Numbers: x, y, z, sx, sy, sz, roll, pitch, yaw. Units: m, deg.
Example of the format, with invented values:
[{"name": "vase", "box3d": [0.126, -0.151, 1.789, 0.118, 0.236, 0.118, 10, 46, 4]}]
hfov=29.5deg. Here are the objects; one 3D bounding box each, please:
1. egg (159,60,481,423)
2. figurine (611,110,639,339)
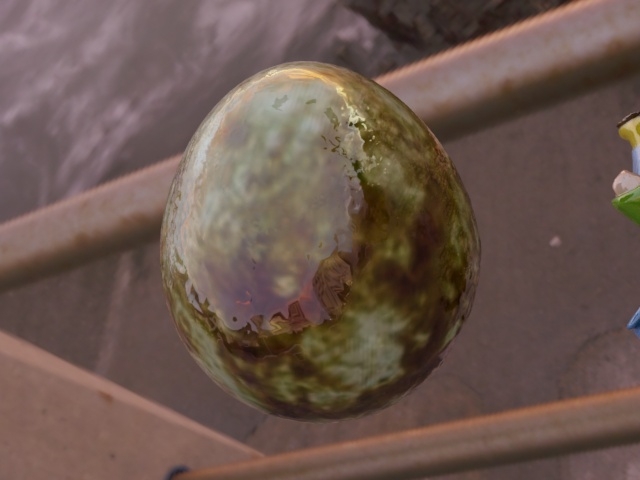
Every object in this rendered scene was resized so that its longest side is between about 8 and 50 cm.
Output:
[{"name": "egg", "box3d": [0.000, 0.000, 0.897, 0.238, 0.289, 0.238, 0, 42, 0]}, {"name": "figurine", "box3d": [0.309, 0.018, 0.961, 0.143, 0.162, 0.263, -32, 69, 55]}]
